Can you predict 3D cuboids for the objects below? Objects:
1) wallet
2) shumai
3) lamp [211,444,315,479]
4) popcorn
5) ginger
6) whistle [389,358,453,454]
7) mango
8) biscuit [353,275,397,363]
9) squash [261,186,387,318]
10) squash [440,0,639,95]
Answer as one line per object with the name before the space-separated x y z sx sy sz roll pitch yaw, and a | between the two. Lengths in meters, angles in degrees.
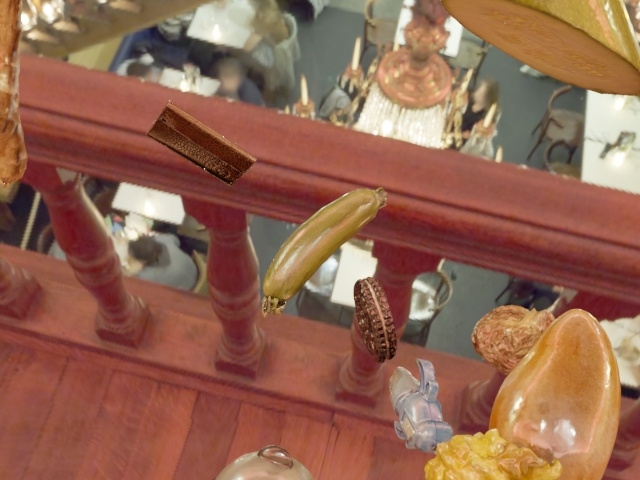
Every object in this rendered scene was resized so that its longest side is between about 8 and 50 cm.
wallet | -0.284 -0.221 1.870 0.243 0.133 0.039 32 47 -19
shumai | 0.446 0.206 1.717 0.210 0.153 0.161 1 68 -26
lamp | -0.079 0.465 1.285 0.198 0.197 0.244 -25 75 -15
popcorn | 0.250 0.358 1.172 0.198 0.197 0.155 16 82 4
ginger | -0.447 -0.222 1.092 0.081 0.333 0.148 17 20 12
whistle | 0.197 0.347 1.610 0.093 0.180 0.269 9 23 -14
mango | 0.428 0.310 1.433 0.222 0.199 0.384 18 72 2
biscuit | 0.116 0.170 1.705 0.053 0.194 0.194 -14 65 -8
squash | 0.000 -0.002 1.290 0.071 0.080 0.318 36 65 22
squash | 0.260 -0.234 0.913 0.189 0.260 0.189 -23 27 13
